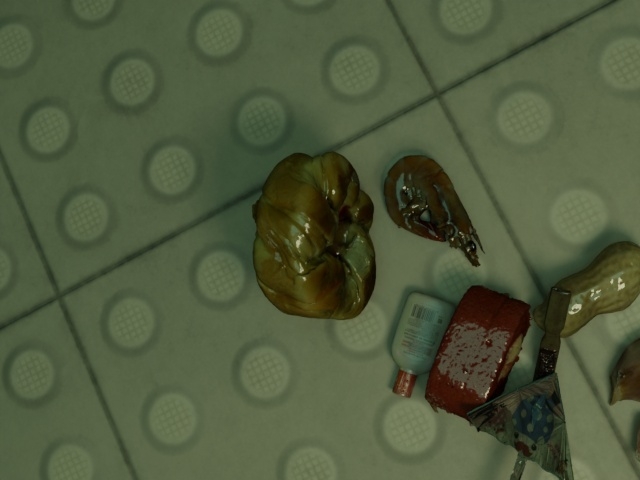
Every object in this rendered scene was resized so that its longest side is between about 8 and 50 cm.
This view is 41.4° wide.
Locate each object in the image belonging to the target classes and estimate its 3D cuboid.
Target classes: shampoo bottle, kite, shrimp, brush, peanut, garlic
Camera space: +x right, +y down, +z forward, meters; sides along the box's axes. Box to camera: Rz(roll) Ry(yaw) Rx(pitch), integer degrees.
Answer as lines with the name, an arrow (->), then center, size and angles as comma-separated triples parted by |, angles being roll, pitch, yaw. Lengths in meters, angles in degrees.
shampoo bottle -> 0.205, 0.224, 1.795 | 0.108, 0.051, 0.221 | 18, 89, 12
kite -> 0.402, 0.399, 1.659 | 0.335, 0.011, 0.314 | 33, 73, -25
shrimp -> 0.236, -0.051, 1.810 | 0.152, 0.063, 0.287 | -31, 76, 10
brush -> 0.459, 0.203, 1.684 | 0.043, 0.036, 0.248 | 9, 122, 11
peanut -> 0.551, 0.106, 1.703 | 0.256, 0.123, 0.124 | -39, 78, 8
garlic -> 0.716, 0.260, 1.668 | 0.266, 0.148, 0.129 | 10, 50, 17

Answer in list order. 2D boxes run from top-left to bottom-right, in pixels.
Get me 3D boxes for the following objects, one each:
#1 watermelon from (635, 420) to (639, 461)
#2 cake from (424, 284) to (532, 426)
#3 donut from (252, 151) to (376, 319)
watermelon -> 0.722, 0.363, 1.640 | 0.241, 0.094, 0.154 | -27, 106, 20
cake -> 0.318, 0.233, 1.705 | 0.150, 0.177, 0.283 | 24, 89, 16
donut -> 0.000, 0.000, 1.726 | 0.170, 0.360, 0.361 | 3, 85, 27
